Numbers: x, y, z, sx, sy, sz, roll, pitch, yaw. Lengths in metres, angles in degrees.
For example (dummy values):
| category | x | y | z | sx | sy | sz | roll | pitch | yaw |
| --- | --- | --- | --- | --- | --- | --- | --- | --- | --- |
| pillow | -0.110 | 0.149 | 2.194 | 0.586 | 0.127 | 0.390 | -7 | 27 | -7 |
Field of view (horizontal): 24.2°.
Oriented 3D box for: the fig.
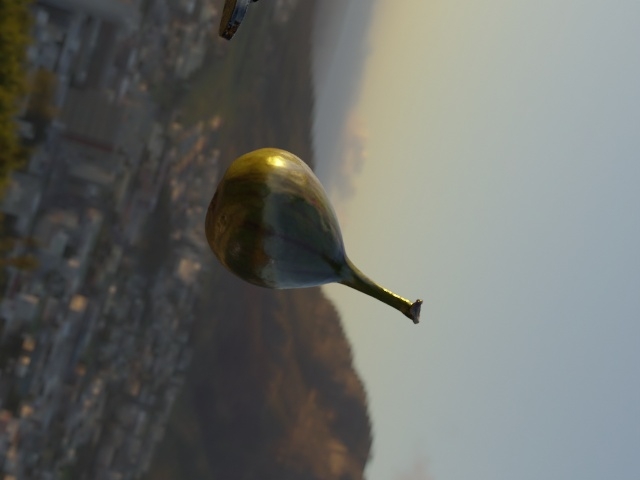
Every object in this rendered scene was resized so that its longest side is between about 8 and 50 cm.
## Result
| category | x | y | z | sx | sy | sz | roll | pitch | yaw |
| --- | --- | --- | --- | --- | --- | --- | --- | --- | --- |
| fig | 0.000 | 0.000 | 1.635 | 0.151 | 0.259 | 0.151 | -59 | -166 | 24 |

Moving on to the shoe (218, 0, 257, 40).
| category | x | y | z | sx | sy | sz | roll | pitch | yaw |
| --- | --- | --- | --- | --- | --- | --- | --- | --- | --- |
| shoe | -0.075 | -0.292 | 1.712 | 0.071 | 0.049 | 0.179 | -51 | -157 | 47 |
